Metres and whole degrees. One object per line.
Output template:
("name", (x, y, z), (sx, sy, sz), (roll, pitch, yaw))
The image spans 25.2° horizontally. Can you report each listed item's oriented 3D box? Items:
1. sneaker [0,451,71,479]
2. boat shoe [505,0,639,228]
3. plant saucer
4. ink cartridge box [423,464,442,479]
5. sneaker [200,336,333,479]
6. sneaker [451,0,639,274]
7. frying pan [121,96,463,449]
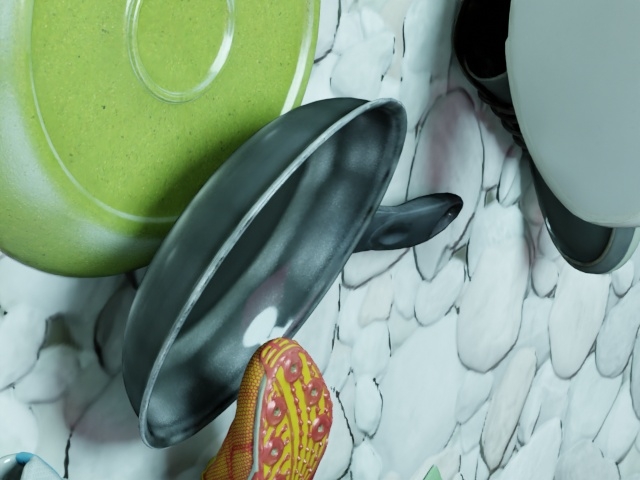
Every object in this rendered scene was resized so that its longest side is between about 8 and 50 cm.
("sneaker", (-0.114, 0.132, 0.639), (0.190, 0.071, 0.083), (-7, 103, -52))
("boat shoe", (0.188, -0.173, 0.801), (0.158, 0.127, 0.341), (5, 80, -50))
("plant saucer", (-0.071, -0.096, 0.632), (0.241, 0.037, 0.241), (-24, 122, -46))
("ink cartridge box", (0.102, 0.260, 0.972), (0.109, 0.062, 0.209), (-51, 138, -27))
("sneaker", (-0.035, 0.117, 0.724), (0.064, 0.067, 0.175), (-36, 144, -41))
("sneaker", (0.137, -0.073, 0.888), (0.118, 0.083, 0.222), (-23, 111, -41))
("frying pan", (0.007, -0.019, 0.715), (0.326, 0.053, 0.197), (-41, 161, -45))
